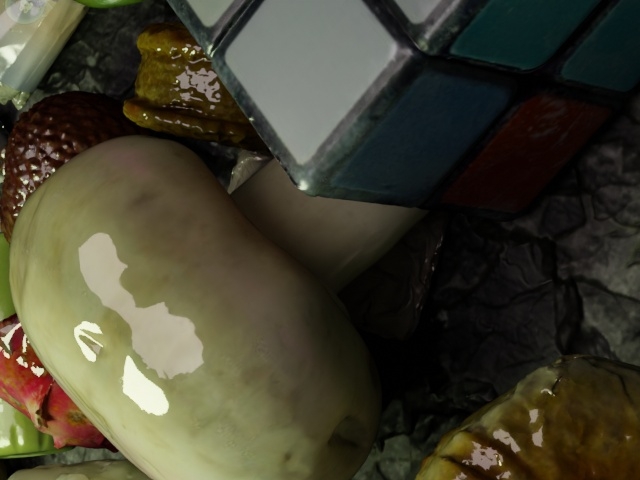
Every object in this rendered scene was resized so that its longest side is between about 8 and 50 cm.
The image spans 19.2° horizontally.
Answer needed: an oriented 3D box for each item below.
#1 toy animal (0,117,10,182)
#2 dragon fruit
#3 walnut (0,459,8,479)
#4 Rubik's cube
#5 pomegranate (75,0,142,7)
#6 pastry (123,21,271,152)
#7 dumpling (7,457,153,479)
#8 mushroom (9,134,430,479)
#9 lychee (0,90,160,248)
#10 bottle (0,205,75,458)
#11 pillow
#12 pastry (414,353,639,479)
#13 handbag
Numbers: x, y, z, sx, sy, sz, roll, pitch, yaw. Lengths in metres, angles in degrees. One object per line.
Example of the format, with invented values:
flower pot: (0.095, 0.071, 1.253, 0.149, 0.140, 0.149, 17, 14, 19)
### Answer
toy animal: (-0.503, -0.036, 2.069, 0.357, 0.194, 0.258, -38, 75, 38)
dragon fruit: (-0.201, 0.117, 1.810, 0.274, 0.126, 0.161, -25, 85, 4)
walnut: (-0.419, 0.283, 1.973, 0.213, 0.213, 0.213, -3, 85, 37)
Rubik's cube: (0.090, -0.234, 1.532, 0.316, 0.318, 0.313, -50, 60, 25)
pomegranate: (-0.223, -0.336, 1.867, 0.159, 0.190, 0.241, -49, 59, 52)
pastry: (-0.087, -0.143, 1.742, 0.188, 0.188, 0.103, 16, 98, 37)
dumpling: (-0.208, 0.311, 1.728, 0.395, 0.315, 0.233, -19, 86, 16)
mushroom: (-0.095, 0.052, 1.584, 0.353, 0.325, 0.353, -23, 58, 44)
lychee: (-0.232, -0.058, 1.855, 0.194, 0.194, 0.194, -3, 85, 37)
bottle: (-0.311, 0.091, 1.946, 0.112, 0.112, 0.260, -13, 80, 36)
pillow: (0.000, 0.000, 1.754, 0.248, 0.049, 0.135, 20, 99, 38)
pastry: (0.210, 0.252, 1.471, 0.329, 0.136, 0.330, 0, 89, 1)
handbag: (-0.314, -0.235, 1.983, 0.117, 0.095, 0.173, 48, 112, 33)
